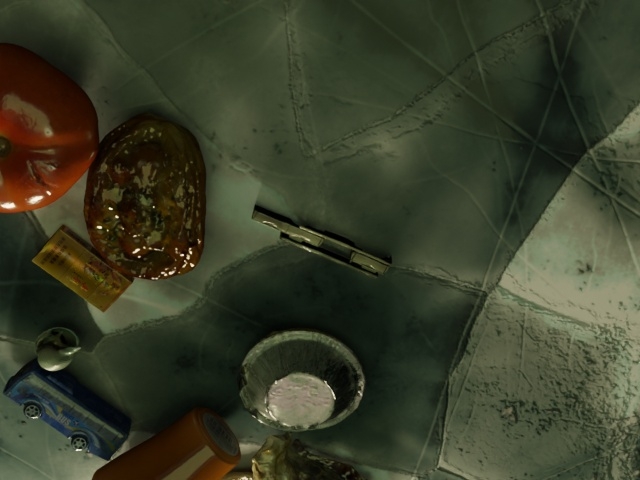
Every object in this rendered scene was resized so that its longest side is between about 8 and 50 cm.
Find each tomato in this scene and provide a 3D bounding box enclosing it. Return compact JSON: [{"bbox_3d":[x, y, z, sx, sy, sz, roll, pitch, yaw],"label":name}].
[{"bbox_3d":[-0.462,-0.165,1.272,0.260,0.180,0.259,1,118,3],"label":"tomato"}]

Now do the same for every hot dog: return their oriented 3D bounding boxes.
[{"bbox_3d":[-0.272,-0.062,1.351,0.196,0.122,0.272,11,118,4],"label":"hot dog"}]

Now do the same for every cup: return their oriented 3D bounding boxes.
[{"bbox_3d":[-0.274,0.446,1.584,0.264,0.182,0.226,-39,145,7],"label":"cup"}]

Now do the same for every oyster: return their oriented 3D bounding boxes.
[{"bbox_3d":[-0.018,0.502,1.635,0.271,0.100,0.275,6,112,-18],"label":"oyster"}]

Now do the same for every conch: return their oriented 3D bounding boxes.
[{"bbox_3d":[-0.474,0.193,1.520,0.085,0.056,0.076,-24,94,-8],"label":"conch"}]

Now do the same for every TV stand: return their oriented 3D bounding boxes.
[{"bbox_3d":[0.000,0.000,1.418,0.249,0.036,0.042,22,117,-9],"label":"TV stand"}]

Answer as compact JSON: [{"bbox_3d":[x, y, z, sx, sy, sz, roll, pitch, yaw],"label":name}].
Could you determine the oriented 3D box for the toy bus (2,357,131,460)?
[{"bbox_3d":[-0.467,0.312,1.571,0.236,0.079,0.094,41,95,-17],"label":"toy bus"}]

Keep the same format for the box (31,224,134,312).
[{"bbox_3d":[-0.412,0.051,1.464,0.156,0.022,0.089,42,111,-17],"label":"box"}]

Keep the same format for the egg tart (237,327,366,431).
[{"bbox_3d":[-0.034,0.265,1.520,0.234,0.094,0.234,0,116,-1],"label":"egg tart"}]

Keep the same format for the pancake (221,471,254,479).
[{"bbox_3d":[-0.150,0.512,1.684,0.140,0.022,0.139,1,117,2],"label":"pancake"}]
